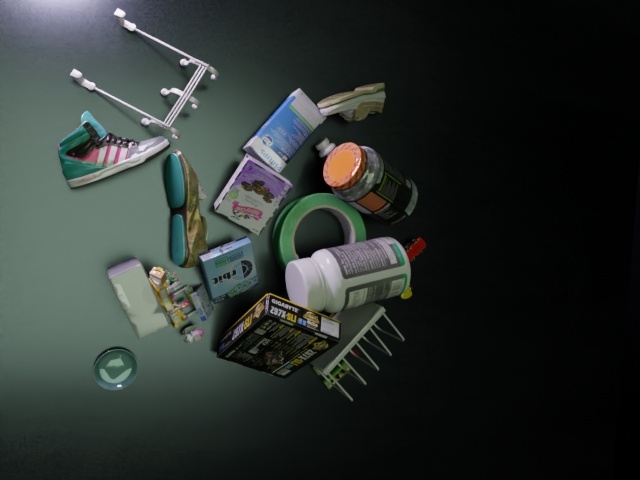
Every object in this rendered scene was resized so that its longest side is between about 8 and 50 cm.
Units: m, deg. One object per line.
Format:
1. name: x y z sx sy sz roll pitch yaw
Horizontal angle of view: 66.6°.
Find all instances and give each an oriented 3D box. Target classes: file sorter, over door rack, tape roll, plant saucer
1. file sorter: 0.110 0.352 1.613 0.277 0.193 0.173 -45 112 -15
2. over door rack: -0.492 -0.467 1.404 0.324 0.108 0.239 30 79 -9
3. tape roll: 0.000 0.000 1.661 0.321 0.077 0.321 -1 93 -26
4. plant saucer: -0.599 0.376 1.427 0.119 0.021 0.119 -1 92 -24

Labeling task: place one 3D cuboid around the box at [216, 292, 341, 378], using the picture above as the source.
1. box: -0.133 0.304 1.492 0.257 0.322 0.079 24 45 -25

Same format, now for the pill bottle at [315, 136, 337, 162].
1. pill bottle: 0.037 -0.290 1.669 0.067 0.067 0.120 -46 109 -17

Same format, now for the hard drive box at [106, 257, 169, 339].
1. hard drive box: -0.507 0.151 1.344 0.089 0.232 0.181 -25 102 -22

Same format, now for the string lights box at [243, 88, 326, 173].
1. string lights box: -0.114 -0.352 1.590 0.133 0.077 0.259 44 75 -20

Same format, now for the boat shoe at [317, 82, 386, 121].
1. boat shoe: 0.119 -0.457 1.656 0.302 0.113 0.103 -27 117 -35

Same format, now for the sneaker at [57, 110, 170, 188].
1. sneaker: -0.587 -0.279 1.354 0.296 0.124 0.178 -27 113 -20

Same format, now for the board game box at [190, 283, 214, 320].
1. board game box: -0.361 0.189 1.494 0.020 0.090 0.090 -19 102 6

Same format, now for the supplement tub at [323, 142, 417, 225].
1. supplement tub: 0.166 -0.187 1.621 0.316 0.194 0.193 27 80 -44

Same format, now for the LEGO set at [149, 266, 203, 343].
1. LEGO set: -0.419 0.162 1.441 0.107 0.132 0.287 -33 127 -26

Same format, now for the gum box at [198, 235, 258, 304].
1. gum box: -0.279 0.093 1.505 0.157 0.041 0.184 -23 134 -23

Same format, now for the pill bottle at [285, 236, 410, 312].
1. pill bottle: 0.086 0.114 1.551 0.361 0.204 0.204 -11 97 -24

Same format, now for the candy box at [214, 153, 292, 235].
1. candy box: -0.211 -0.140 1.522 0.165 0.070 0.196 30 103 -24

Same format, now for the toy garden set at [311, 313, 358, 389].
1. toy garden set: 0.045 0.373 1.713 0.204 0.049 0.244 -39 108 -18

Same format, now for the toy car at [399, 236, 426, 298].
1. toy car: 0.266 0.079 1.802 0.225 0.053 0.238 19 83 -24

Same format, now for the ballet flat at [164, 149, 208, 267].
1. ballet flat: -0.393 -0.093 1.463 0.123 0.123 0.348 -5 94 -25
